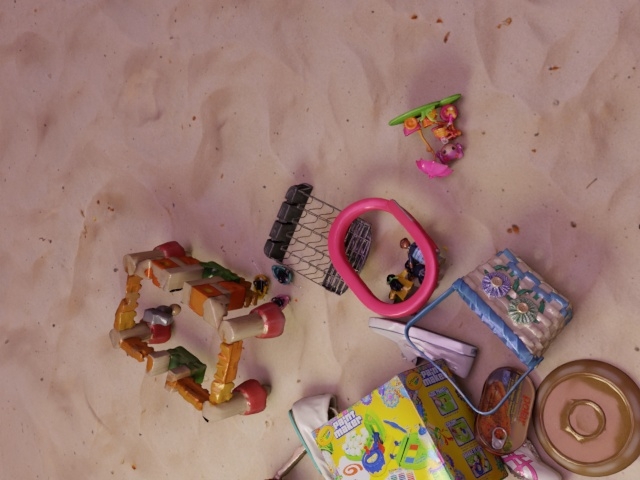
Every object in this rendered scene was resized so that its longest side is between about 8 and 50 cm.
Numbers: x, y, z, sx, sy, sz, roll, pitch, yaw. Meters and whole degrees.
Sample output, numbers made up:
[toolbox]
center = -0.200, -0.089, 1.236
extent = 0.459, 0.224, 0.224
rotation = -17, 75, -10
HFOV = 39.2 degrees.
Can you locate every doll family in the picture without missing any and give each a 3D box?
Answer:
[doll family]
center = 0.204, 0.078, 2.011
extent = 0.111, 0.076, 0.193
rotation = 35, 99, 32

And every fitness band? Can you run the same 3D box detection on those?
[fitness band]
center = 0.140, 0.033, 1.985
extent = 0.209, 0.054, 0.291
rotation = -44, 64, 15

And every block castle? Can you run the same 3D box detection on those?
[block castle]
center = -0.297, 0.210, 2.216
extent = 0.453, 0.213, 0.303
rotation = 29, 115, 35

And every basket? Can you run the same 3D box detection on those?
[basket]
center = 0.346, 0.174, 1.834
extent = 0.289, 0.201, 0.255
rotation = -47, 65, 4

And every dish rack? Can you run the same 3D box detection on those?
[dish rack]
center = 0.000, 0.000, 2.137
extent = 0.272, 0.074, 0.208
rotation = 28, 101, 28

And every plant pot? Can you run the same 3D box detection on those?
[plant pot]
center = 0.537, 0.359, 1.812
extent = 0.236, 0.032, 0.236
rotation = -2, 86, 31

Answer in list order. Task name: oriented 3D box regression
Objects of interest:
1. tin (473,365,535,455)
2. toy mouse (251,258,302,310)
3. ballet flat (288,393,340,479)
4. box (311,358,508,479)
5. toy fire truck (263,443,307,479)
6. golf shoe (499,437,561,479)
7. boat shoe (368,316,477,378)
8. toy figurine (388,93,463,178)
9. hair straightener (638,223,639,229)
[tin]
center = 0.377, 0.350, 1.846
extent = 0.106, 0.040, 0.189
rotation = 18, 59, 6
[toy mouse]
center = -0.099, 0.118, 2.206
extent = 0.143, 0.031, 0.161
rotation = -8, 82, 30
[ballet flat]
center = 0.059, 0.527, 2.038
extent = 0.139, 0.139, 0.400
rotation = -35, 69, 24
[box]
center = 0.181, 0.447, 1.891
extent = 0.290, 0.177, 0.279
rotation = -40, 70, 37
[toy fire truck]
center = -0.096, 0.594, 2.076
extent = 0.159, 0.217, 0.246
rotation = -2, 79, 2
[golf shoe]
center = 0.415, 0.444, 1.857
extent = 0.186, 0.067, 0.086
rotation = 24, 97, 30
[boat shoe]
center = 0.213, 0.234, 1.977
extent = 0.258, 0.095, 0.084
rotation = 16, 90, 32
[toy figurine]
center = 0.260, -0.220, 1.995
extent = 0.173, 0.130, 0.159
rotation = -22, 89, 3
[hair straightener]
center = 0.697, -0.108, 1.744
extent = 0.089, 0.047, 0.230
rotation = 44, 108, 25
